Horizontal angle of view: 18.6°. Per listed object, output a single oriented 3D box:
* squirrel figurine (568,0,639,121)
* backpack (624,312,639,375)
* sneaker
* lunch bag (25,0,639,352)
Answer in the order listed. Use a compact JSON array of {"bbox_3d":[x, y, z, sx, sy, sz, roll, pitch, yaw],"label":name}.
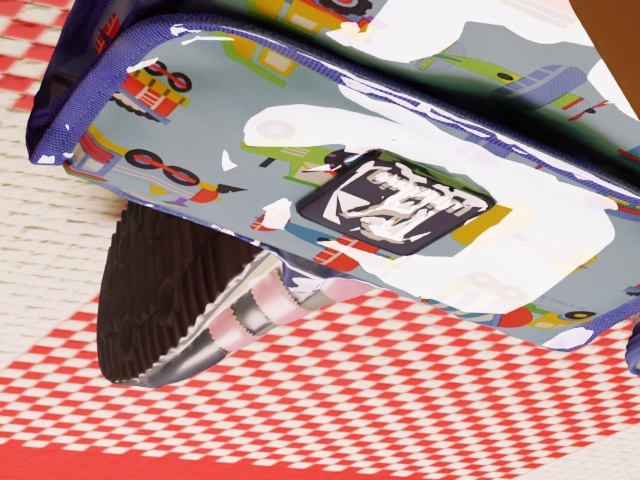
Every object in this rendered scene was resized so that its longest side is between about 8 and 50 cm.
[{"bbox_3d":[0.182,-0.184,0.339,0.370,0.281,0.397,-27,-155,-10],"label":"squirrel figurine"},{"bbox_3d":[0.257,-0.010,0.849,0.276,0.213,0.263,5,167,-30],"label":"backpack"},{"bbox_3d":[0.000,0.000,0.919,0.131,0.112,0.319,11,155,-28],"label":"sneaker"},{"bbox_3d":[0.046,-0.070,0.625,0.221,0.138,0.293,18,144,-18],"label":"lunch bag"}]
